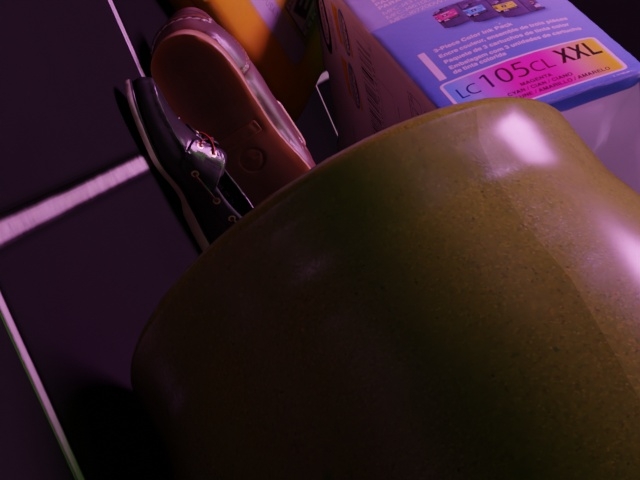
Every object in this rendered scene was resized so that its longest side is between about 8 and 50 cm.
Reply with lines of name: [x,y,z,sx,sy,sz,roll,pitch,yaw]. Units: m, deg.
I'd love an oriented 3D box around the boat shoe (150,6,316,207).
boat shoe: [-0.045,-0.062,1.333,0.073,0.073,0.207,-90,156,-67]

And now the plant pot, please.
plant pot: [0.098,0.140,0.868,0.353,0.366,0.366,57,4,20]

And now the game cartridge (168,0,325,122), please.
game cartridge: [-0.030,-0.283,1.526,0.285,0.052,0.324,-64,153,-16]

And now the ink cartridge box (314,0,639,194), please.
ink cartridge box: [0.112,-0.072,1.522,0.395,0.151,0.270,-126,-158,-56]

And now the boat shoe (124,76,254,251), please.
boat shoe: [-0.077,-0.048,1.199,0.049,0.042,0.133,-98,162,-56]
